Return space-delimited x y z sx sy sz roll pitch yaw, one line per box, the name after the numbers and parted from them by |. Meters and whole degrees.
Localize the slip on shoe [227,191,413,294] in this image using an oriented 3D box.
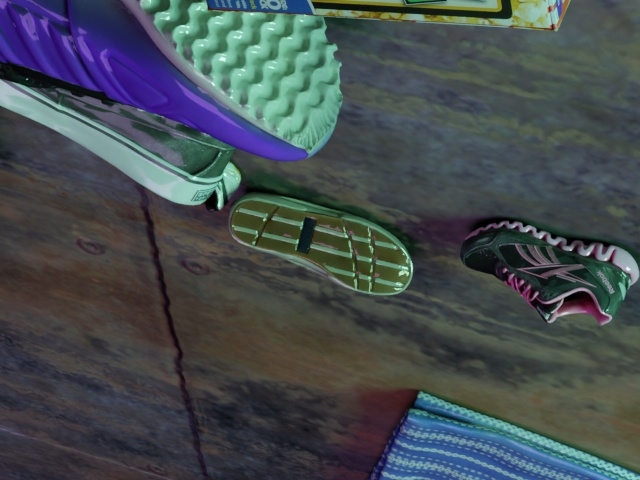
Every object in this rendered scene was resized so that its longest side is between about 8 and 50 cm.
0.000 0.000 1.084 0.135 0.051 0.041 16 -169 -5 | slip on shoe

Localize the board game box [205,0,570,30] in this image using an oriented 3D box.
0.020 -0.176 0.747 0.194 0.045 0.146 8 137 23 | board game box

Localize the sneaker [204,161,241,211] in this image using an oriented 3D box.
-0.091 -0.052 1.058 0.083 0.037 0.032 37 149 -23 | sneaker

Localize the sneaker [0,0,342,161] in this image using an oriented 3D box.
-0.128 -0.128 0.885 0.293 0.102 0.146 34 142 -6 | sneaker

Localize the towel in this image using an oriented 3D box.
0.158 0.253 1.396 0.243 0.040 0.336 20 150 2 | towel

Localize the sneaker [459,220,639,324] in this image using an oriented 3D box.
0.145 0.025 1.010 0.119 0.057 0.047 11 151 20 | sneaker

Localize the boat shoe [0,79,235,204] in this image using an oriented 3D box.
-0.150 -0.108 0.981 0.219 0.078 0.070 30 117 -3 | boat shoe
